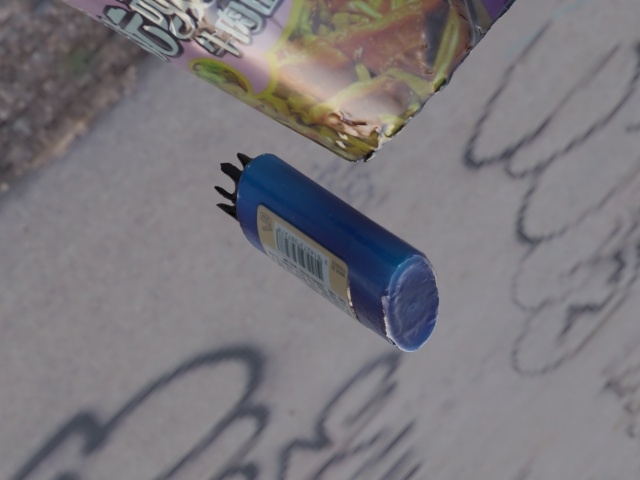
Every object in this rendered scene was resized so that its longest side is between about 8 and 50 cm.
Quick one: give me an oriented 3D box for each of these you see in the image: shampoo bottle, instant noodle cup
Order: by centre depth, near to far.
[{"bbox_3d":[-0.017,-0.210,0.928,0.340,0.266,0.340,-51,-172,10],"label":"instant noodle cup"},{"bbox_3d":[0.000,0.000,1.192,0.050,0.183,0.087,-39,141,-22],"label":"shampoo bottle"}]
